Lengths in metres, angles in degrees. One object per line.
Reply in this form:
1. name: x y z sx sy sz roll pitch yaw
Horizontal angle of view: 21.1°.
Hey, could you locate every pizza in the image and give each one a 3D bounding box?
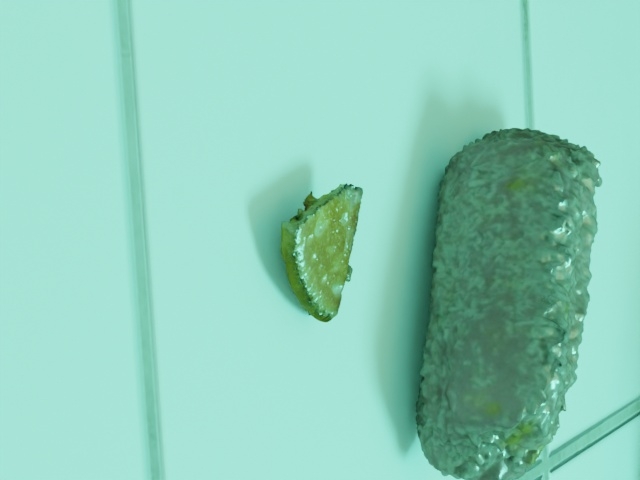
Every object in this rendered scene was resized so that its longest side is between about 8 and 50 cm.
1. pizza: -0.001 0.000 0.966 0.078 0.025 0.083 -60 146 -34

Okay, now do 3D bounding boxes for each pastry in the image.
1. pastry: 0.122 0.021 1.105 0.112 0.102 0.265 76 22 -57
